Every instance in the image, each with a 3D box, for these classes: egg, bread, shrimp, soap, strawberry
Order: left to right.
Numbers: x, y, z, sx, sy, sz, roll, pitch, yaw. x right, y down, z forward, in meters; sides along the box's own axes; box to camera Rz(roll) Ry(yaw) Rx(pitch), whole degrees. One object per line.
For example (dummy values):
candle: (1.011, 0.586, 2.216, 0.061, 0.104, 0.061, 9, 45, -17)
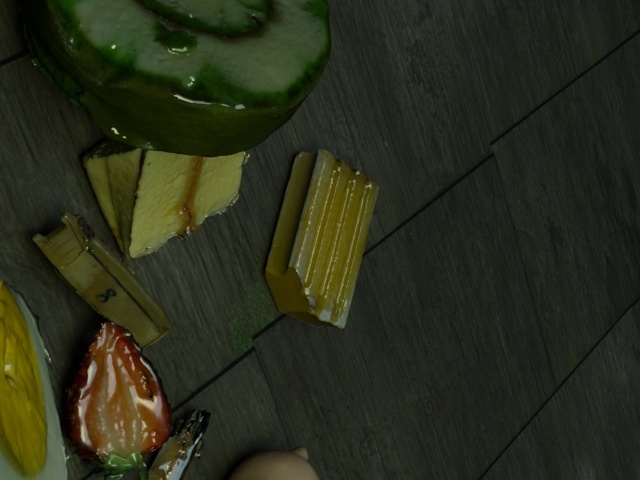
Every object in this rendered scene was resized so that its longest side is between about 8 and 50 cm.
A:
egg: (-0.391, 0.189, 1.232, 0.337, 0.201, 0.337, -15, 90, -86)
strawberry: (-0.257, 0.203, 1.472, 0.140, 0.085, 0.192, -47, 118, -27)
bread: (-0.167, -0.278, 1.436, 0.366, 0.129, 0.382, 15, 51, -23)
shrimp: (-0.176, 0.333, 1.587, 0.152, 0.046, 0.219, 40, 66, -39)
bread: (-0.160, -0.086, 1.537, 0.240, 0.135, 0.178, -40, 118, -42)
soap: (0.000, 0.000, 1.758, 0.140, 0.073, 0.232, 28, 70, -43)

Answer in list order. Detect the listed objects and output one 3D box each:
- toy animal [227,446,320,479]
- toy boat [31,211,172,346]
toy animal: (-0.047, 0.410, 1.645, 0.154, 0.166, 0.250, -24, 100, -66)
toy boat: (-0.258, 0.048, 1.471, 0.068, 0.088, 0.226, -36, 127, 6)
